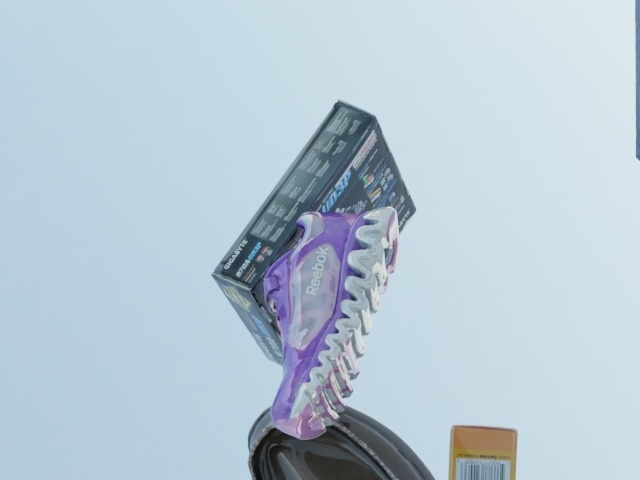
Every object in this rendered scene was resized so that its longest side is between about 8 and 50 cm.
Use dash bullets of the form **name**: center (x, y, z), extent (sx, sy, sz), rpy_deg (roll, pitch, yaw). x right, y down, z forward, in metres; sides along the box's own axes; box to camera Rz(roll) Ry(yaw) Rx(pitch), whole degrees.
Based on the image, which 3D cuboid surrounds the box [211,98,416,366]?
- **box**: center (0.000, 0.000, 1.679), extent (0.051, 0.220, 0.175), rpy_deg (24, 160, 30)

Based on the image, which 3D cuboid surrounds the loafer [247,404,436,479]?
- **loafer**: center (0.066, 0.288, 1.595), extent (0.366, 0.134, 0.130), rpy_deg (43, -164, 14)

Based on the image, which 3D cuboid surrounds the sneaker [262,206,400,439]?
- **sneaker**: center (-0.008, 0.066, 1.529), extent (0.095, 0.105, 0.236), rpy_deg (81, -155, -57)

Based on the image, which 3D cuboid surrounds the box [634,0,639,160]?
- **box**: center (0.323, -0.176, 1.232), extent (0.142, 0.163, 0.247), rpy_deg (-5, -83, -21)

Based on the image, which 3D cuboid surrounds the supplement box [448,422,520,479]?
- **supplement box**: center (0.176, 0.318, 1.869), extent (0.078, 0.080, 0.233), rpy_deg (24, -110, -80)
